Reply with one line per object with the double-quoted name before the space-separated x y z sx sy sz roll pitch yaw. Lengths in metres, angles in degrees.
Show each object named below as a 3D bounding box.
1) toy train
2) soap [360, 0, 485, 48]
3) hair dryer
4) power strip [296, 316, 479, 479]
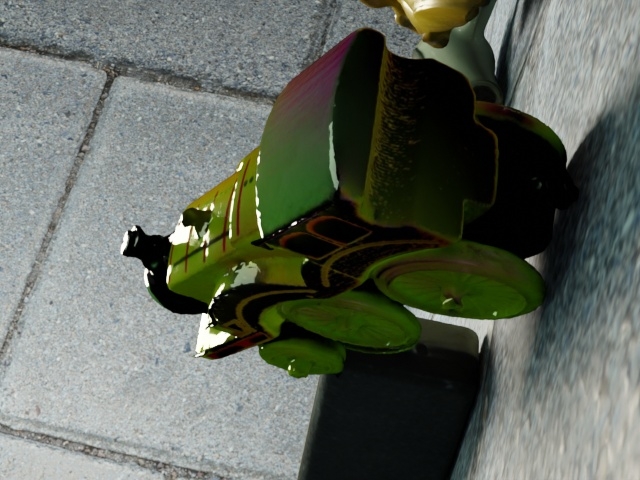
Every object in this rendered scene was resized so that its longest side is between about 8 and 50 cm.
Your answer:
"toy train" 0.000 0.000 0.554 0.296 0.160 0.100 -29 45 55
"soap" 0.139 -0.258 0.787 0.304 0.338 0.169 25 -95 -45
"hair dryer" 0.162 -0.221 0.987 0.229 0.092 0.267 -85 14 -51
"power strip" 0.041 0.153 0.747 0.070 0.105 0.257 -80 1 -49
